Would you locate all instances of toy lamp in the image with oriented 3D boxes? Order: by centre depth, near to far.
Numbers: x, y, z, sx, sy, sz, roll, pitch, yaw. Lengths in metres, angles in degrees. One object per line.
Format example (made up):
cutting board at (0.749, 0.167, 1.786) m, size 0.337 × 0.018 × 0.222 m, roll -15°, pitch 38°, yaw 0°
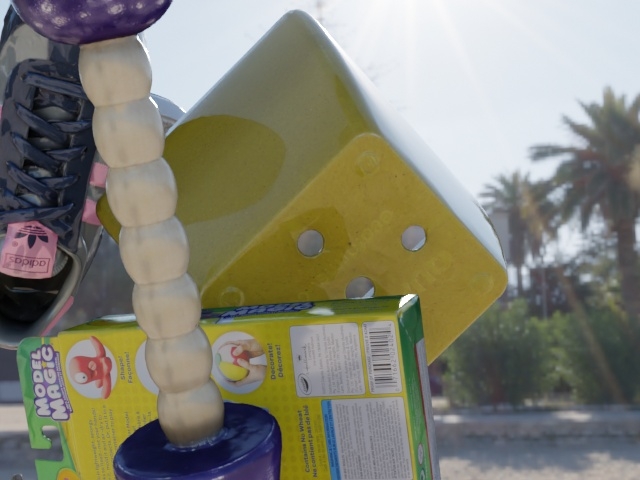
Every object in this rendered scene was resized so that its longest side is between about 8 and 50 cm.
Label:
toy lamp at (-0.069, 0.021, 0.427) m, size 0.080 × 0.274 × 0.080 m, roll -11°, pitch 14°, yaw 3°

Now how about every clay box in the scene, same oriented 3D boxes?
clay box at (-0.052, 0.101, 0.533) m, size 0.222 × 0.127 × 0.053 m, roll -4°, pitch 7°, yaw 20°

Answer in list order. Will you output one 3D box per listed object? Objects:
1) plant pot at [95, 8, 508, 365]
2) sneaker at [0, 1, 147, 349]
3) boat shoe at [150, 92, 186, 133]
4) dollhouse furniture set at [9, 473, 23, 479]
plant pot at (0.000, 0.000, 0.664) m, size 0.212 × 0.212 × 0.187 m, roll 44°, pitch 3°, yaw -23°
sneaker at (-0.196, -0.046, 0.730) m, size 0.112 × 0.131 × 0.319 m, roll 10°, pitch -46°, yaw -11°
boat shoe at (-0.280, -0.125, 0.963) m, size 0.302 × 0.094 × 0.109 m, roll -1°, pitch -38°, yaw -15°
dollhouse furniture set at (-0.332, 0.338, 0.851) m, size 0.212 × 0.242 × 0.161 m, roll 13°, pitch -51°, yaw -43°
